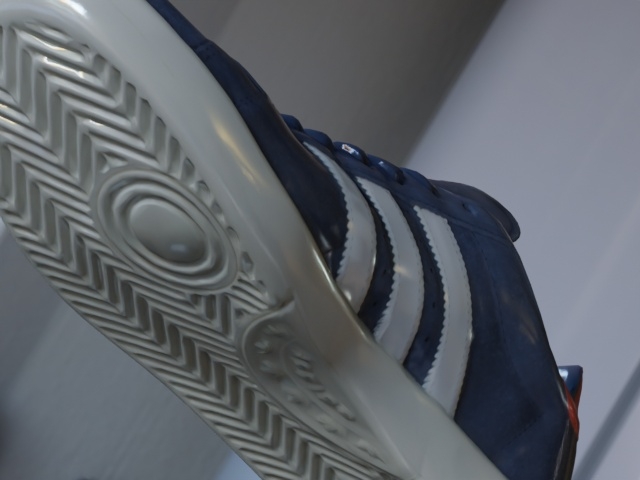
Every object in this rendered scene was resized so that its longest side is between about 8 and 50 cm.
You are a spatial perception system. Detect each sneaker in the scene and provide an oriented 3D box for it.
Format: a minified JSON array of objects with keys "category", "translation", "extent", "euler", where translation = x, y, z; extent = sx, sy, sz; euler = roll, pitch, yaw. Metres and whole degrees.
[{"category":"sneaker","translation":[0.000,0.000,0.633],"extent":[0.131,0.148,0.350],"euler":[-3,-45,40]}]
